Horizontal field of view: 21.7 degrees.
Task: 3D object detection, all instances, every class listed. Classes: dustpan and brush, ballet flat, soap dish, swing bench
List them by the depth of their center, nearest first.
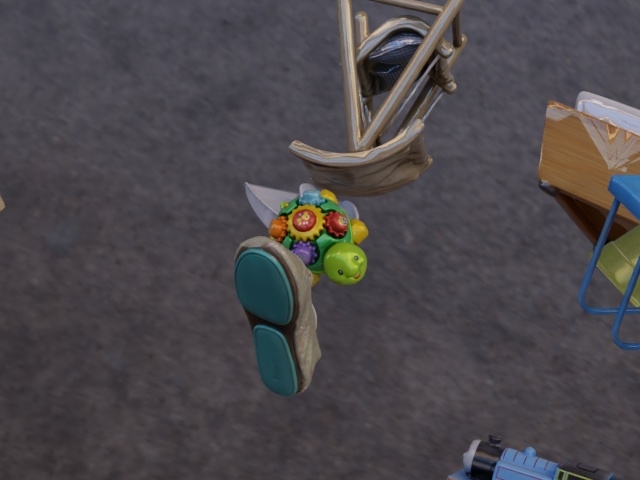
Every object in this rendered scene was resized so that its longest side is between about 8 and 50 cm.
[{"bbox_3d":[-0.028,0.044,1.192,0.057,0.168,0.052,22,53,20],"label":"ballet flat"},{"bbox_3d":[0.378,-0.026,1.738,0.291,0.229,0.118,29,82,38],"label":"soap dish"},{"bbox_3d":[-0.007,-0.016,2.079,0.211,0.147,0.060,-106,33,-47],"label":"dustpan and brush"},{"bbox_3d":[0.079,-0.184,2.113,0.165,0.253,0.254,14,85,7],"label":"swing bench"}]

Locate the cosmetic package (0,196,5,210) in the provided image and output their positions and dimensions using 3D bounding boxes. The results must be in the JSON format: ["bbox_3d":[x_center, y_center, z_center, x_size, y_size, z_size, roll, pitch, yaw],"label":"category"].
[{"bbox_3d":[-0.454,-0.134,1.654,0.160,0.309,0.113,22,54,40],"label":"cosmetic package"}]

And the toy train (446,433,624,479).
[{"bbox_3d":[0.214,0.263,1.690,0.184,0.080,0.105,17,94,20],"label":"toy train"}]

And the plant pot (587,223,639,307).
[{"bbox_3d":[0.256,0.012,1.241,0.079,0.083,0.083,-44,57,9],"label":"plant pot"}]

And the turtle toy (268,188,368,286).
[{"bbox_3d":[0.000,0.000,1.713,0.095,0.066,0.130,-43,64,-6],"label":"turtle toy"}]

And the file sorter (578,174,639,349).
[{"bbox_3d":[0.255,0.045,1.023,0.170,0.118,0.104,53,136,49],"label":"file sorter"}]
